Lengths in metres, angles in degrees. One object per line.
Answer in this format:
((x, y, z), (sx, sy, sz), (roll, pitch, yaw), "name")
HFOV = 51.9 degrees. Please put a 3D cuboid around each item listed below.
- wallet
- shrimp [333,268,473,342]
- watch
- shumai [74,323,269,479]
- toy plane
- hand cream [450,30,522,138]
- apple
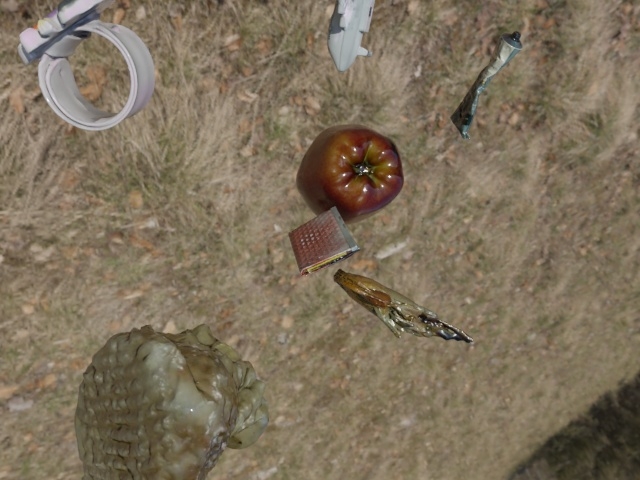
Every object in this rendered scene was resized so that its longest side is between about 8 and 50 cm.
((0.000, 0.000, 1.119), (0.103, 0.196, 0.020), (-26, 113, 0), "wallet")
((0.133, 0.128, 1.090), (0.066, 0.262, 0.117), (-63, 179, 9), "shrimp")
((-0.429, -0.338, 1.257), (0.244, 0.231, 0.196), (-30, -168, 20), "watch")
((-0.160, 0.236, 0.904), (0.262, 0.267, 0.314), (-7, 157, -42), "shumai")
((0.066, -0.456, 1.272), (0.101, 0.255, 0.251), (7, -164, 13), "toy plane")
((0.347, -0.326, 1.371), (0.052, 0.075, 0.248), (17, 135, -7), "hand cream")
((0.084, -0.186, 1.840), (0.288, 0.288, 0.317), (-13, -176, -18), "apple")
